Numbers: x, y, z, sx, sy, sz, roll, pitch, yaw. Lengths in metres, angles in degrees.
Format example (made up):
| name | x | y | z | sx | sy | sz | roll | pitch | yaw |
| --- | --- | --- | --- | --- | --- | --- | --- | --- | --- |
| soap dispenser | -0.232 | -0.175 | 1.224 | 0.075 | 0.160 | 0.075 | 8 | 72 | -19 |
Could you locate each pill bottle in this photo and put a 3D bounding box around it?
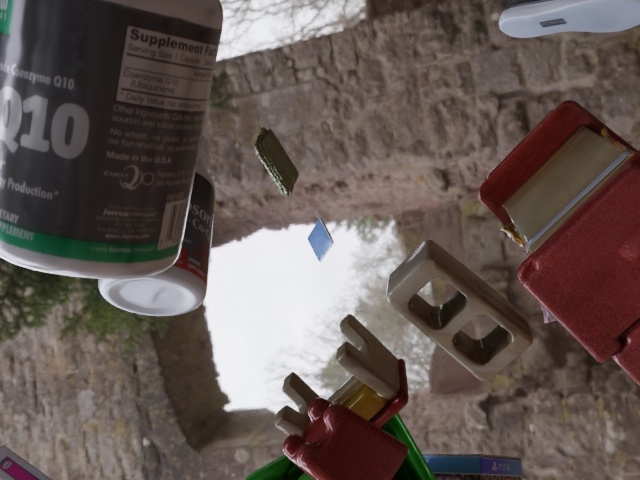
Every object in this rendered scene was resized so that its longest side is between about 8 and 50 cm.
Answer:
| name | x | y | z | sx | sy | sz | roll | pitch | yaw |
| --- | --- | --- | --- | --- | --- | --- | --- | --- | --- |
| pill bottle | -0.326 | -0.047 | 1.438 | 0.210 | 0.210 | 0.363 | 54 | -150 | -56 |
| pill bottle | -0.209 | -0.162 | 0.680 | 0.204 | 0.204 | 0.361 | -32 | -44 | -72 |

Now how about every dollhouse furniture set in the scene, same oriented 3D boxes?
| name | x | y | z | sx | sy | sz | roll | pitch | yaw |
| --- | --- | --- | --- | --- | --- | --- | --- | --- | --- |
| dollhouse furniture set | 0.130 | 0.087 | 0.530 | 0.152 | 0.374 | 0.201 | 39 | -161 | -9 |

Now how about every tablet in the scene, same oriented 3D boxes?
| name | x | y | z | sx | sy | sz | roll | pitch | yaw |
| --- | --- | --- | --- | --- | --- | --- | --- | --- | --- |
| tablet | 0.000 | 0.000 | 1.261 | 0.054 | 0.006 | 0.083 | 63 | 153 | 17 |

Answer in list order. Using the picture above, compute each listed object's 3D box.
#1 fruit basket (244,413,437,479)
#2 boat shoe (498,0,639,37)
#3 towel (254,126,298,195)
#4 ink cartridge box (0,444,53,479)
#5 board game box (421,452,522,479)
| name | x | y | z | sx | sy | sz | roll | pitch | yaw |
| --- | --- | --- | --- | --- | --- | --- | --- | --- | --- |
| fruit basket | 0.041 | 0.390 | 0.829 | 0.392 | 0.282 | 0.392 | 61 | 175 | 8 |
| boat shoe | 0.374 | -0.351 | 1.026 | 0.080 | 0.228 | 0.076 | 28 | -105 | -41 |
| towel | -0.101 | -0.181 | 1.597 | 0.148 | 0.027 | 0.110 | 55 | -154 | -23 |
| ink cartridge box | -0.514 | 0.549 | 1.392 | 0.069 | 0.370 | 0.176 | -47 | -41 | -38 |
| board game box | 0.179 | 0.478 | 1.068 | 0.141 | 0.232 | 0.291 | 23 | -117 | -46 |
